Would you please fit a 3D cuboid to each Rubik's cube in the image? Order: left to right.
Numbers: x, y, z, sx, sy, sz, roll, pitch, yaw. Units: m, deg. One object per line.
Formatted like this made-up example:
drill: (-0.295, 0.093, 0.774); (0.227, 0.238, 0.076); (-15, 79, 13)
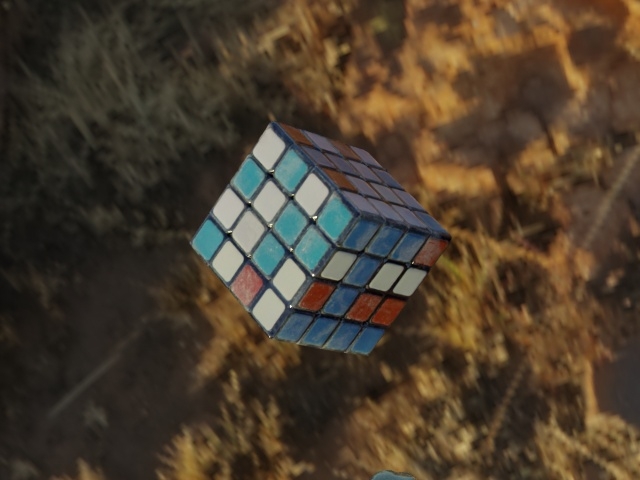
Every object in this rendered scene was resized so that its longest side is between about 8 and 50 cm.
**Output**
Rubik's cube: (0.000, 0.000, 1.130); (0.092, 0.092, 0.092); (-54, 53, 17)

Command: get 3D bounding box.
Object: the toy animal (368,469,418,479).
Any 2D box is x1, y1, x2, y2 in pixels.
toy animal: (0.058, 0.151, 0.549); (0.225, 0.094, 0.121); (55, 127, 36)
